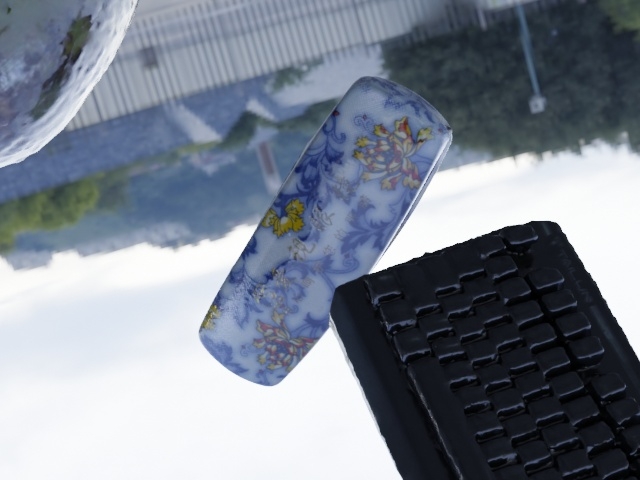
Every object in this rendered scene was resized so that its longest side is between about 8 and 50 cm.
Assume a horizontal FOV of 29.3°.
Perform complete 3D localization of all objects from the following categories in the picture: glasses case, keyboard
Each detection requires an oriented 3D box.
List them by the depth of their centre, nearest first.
[{"bbox_3d":[0.083,0.090,0.366,0.093,0.230,0.025,-18,145,-11],"label":"keyboard"},{"bbox_3d":[0.000,0.000,0.849,0.248,0.087,0.065,-58,180,26],"label":"glasses case"}]

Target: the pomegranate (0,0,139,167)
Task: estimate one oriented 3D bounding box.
[{"bbox_3d":[-0.276,-0.183,0.814,0.285,0.285,0.340,-20,-164,-22],"label":"pomegranate"}]
